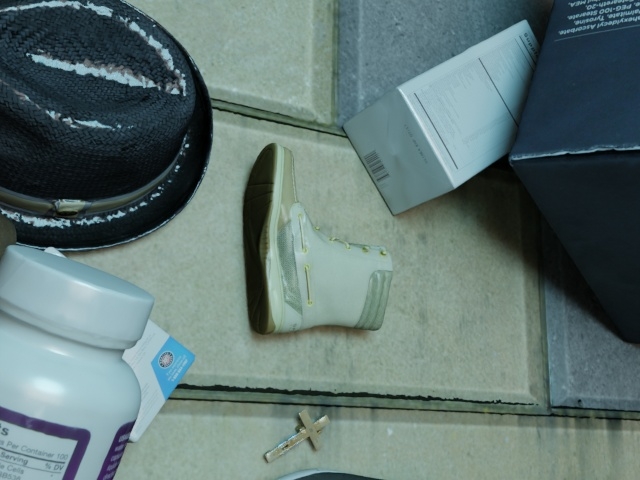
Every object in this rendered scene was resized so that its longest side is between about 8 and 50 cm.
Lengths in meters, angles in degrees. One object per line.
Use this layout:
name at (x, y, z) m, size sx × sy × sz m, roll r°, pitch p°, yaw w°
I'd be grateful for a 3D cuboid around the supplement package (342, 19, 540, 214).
supplement package at (0.178, -0.157, 1.017) m, size 0.244 × 0.134 × 0.139 m, roll -32°, pitch 94°, yaw -30°

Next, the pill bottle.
pill bottle at (-0.247, 0.164, 0.643) m, size 0.169 × 0.169 × 0.302 m, roll 23°, pitch 87°, yaw -22°

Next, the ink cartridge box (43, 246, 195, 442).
ink cartridge box at (-0.227, 0.102, 0.777) m, size 0.180 × 0.060 × 0.104 m, roll 41°, pitch 63°, yaw -14°

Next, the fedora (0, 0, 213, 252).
fedora at (-0.245, -0.149, 0.777) m, size 0.334 × 0.152 × 0.334 m, roll 7°, pitch 74°, yaw -27°

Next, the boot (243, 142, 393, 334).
boot at (0.000, 0.000, 0.917) m, size 0.165 × 0.077 × 0.213 m, roll 3°, pitch 82°, yaw -27°

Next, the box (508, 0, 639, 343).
box at (0.505, -0.165, 1.012) m, size 0.480 × 0.297 × 0.472 m, roll 44°, pitch 56°, yaw -42°

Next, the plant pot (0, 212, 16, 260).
plant pot at (-0.384, -0.002, 0.655) m, size 0.230 × 0.215 × 0.215 m, roll 22°, pitch 67°, yaw -39°

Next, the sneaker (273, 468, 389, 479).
sneaker at (0.063, 0.298, 0.837) m, size 0.295 × 0.147 × 0.105 m, roll 8°, pitch 76°, yaw -25°

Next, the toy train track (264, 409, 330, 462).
toy train track at (-0.027, 0.218, 0.885) m, size 0.083 × 0.014 × 0.048 m, roll -28°, pitch 99°, yaw -25°
